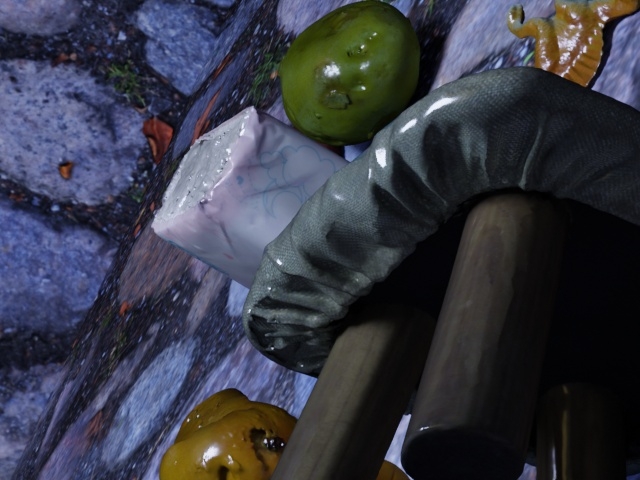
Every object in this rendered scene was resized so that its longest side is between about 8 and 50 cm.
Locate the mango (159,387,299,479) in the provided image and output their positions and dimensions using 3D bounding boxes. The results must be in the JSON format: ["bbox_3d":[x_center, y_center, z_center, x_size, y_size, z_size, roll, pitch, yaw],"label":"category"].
[{"bbox_3d":[-0.095,0.227,1.700,0.249,0.156,0.151,174,87,-70],"label":"mango"}]

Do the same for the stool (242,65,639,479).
[{"bbox_3d":[0.126,0.102,0.928,0.310,0.310,0.226,-47,28,47],"label":"stool"}]

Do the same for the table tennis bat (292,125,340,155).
[{"bbox_3d":[0.008,-0.164,2.249,0.200,0.038,0.310,-54,17,27],"label":"table tennis bat"}]

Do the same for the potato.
[{"bbox_3d":[0.034,-0.203,2.028,0.253,0.149,0.186,-20,46,67],"label":"potato"}]

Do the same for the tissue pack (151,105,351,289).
[{"bbox_3d":[0.001,0.000,1.546,0.124,0.271,0.201,-64,16,-17],"label":"tissue pack"}]

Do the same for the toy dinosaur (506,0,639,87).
[{"bbox_3d":[0.223,-0.161,1.560,0.142,0.057,0.212,24,97,56],"label":"toy dinosaur"}]

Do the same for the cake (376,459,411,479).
[{"bbox_3d":[0.041,0.219,1.392,0.044,0.084,0.084,-49,20,45],"label":"cake"}]
